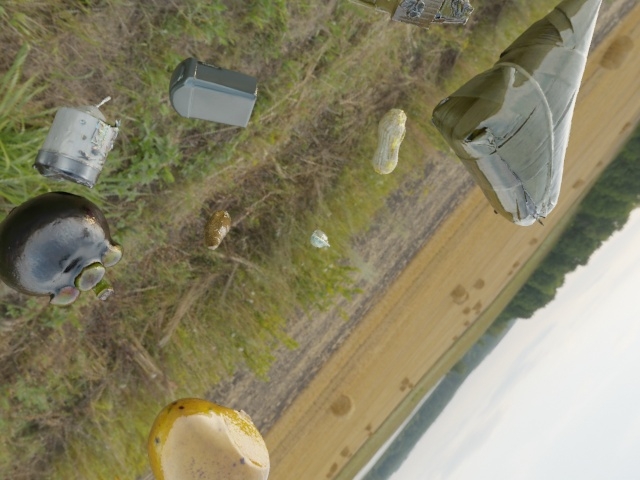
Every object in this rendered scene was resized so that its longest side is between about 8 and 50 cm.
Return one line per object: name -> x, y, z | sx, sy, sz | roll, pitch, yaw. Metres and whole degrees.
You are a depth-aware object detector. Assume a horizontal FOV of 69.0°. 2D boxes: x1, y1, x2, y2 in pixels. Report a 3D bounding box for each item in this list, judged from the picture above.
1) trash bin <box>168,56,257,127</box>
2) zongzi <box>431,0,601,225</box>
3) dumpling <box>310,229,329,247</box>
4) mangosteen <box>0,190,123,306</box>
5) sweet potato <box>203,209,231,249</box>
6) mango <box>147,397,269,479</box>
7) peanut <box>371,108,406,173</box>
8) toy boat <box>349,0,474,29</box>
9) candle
trash bin -> -0.312, -0.420, 1.339 | 0.236, 0.101, 0.177 | 8, 153, -17
zongzi -> 0.578, -0.274, 1.128 | 0.467, 0.218, 0.500 | -40, 127, 12
dumpling -> 0.001, -0.001, 1.245 | 0.043, 0.059, 0.077 | -43, 162, -27
mangosteen -> -0.638, 0.033, 1.160 | 0.275, 0.302, 0.275 | -38, -166, 11
sweet potato -> -0.242, -0.027, 1.078 | 0.206, 0.059, 0.068 | -97, -172, -61
mango -> -0.227, 0.417, 0.907 | 0.190, 0.160, 0.290 | -28, 120, 2
peanut -> 0.211, -0.306, 1.448 | 0.087, 0.087, 0.207 | -22, 131, -51
toy boat -> 0.193, -0.513, 0.985 | 0.320, 0.122, 0.089 | 0, 139, -26
candle -> -0.751, -0.332, 1.470 | 0.187, 0.187, 0.331 | 45, 61, -69
